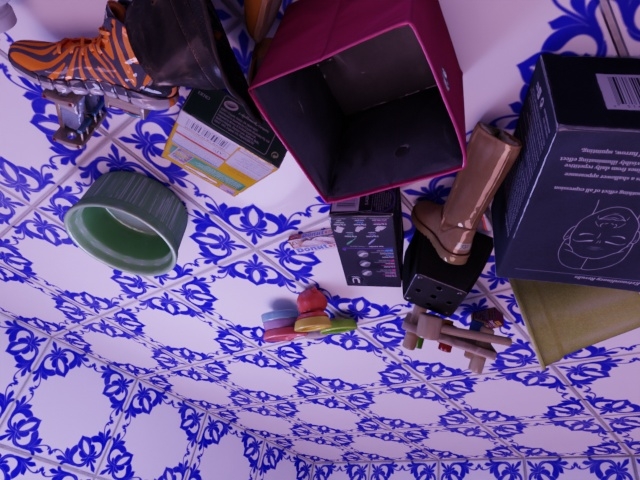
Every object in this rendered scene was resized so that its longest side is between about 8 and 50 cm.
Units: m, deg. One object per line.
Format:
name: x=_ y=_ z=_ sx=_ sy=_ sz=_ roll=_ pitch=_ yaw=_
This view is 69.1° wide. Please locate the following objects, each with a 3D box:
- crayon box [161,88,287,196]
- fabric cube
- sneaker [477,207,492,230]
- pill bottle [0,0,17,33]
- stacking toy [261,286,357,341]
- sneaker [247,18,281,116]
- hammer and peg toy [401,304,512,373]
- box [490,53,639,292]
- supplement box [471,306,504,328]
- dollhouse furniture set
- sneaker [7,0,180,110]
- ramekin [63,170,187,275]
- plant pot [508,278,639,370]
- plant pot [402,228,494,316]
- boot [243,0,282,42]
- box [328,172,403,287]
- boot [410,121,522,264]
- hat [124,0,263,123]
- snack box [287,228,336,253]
crayon box: x=-0.212 y=-0.201 z=0.989 sx=0.203 sy=0.083 sz=0.323 roll=29 pitch=163 yaw=-20
fabric cube: x=0.081 y=-0.258 z=0.757 sx=0.258 sy=0.258 sz=0.254 roll=-11 pitch=135 yaw=28
sneaker: x=0.353 y=-0.071 z=1.078 sx=0.064 sy=0.061 sz=0.158 roll=-6 pitch=138 yaw=32
pill bottle: x=-0.605 y=-0.482 z=0.759 sx=0.146 sy=0.146 sz=0.264 roll=9 pitch=142 yaw=4
stacking toy: x=-0.038 y=0.260 z=1.609 sx=0.279 sy=0.131 sz=0.308 roll=11 pitch=155 yaw=-43
sneaker: x=-0.107 y=-0.267 z=0.910 sx=0.105 sy=0.123 sz=0.290 roll=9 pitch=143 yaw=2
hammer and peg toy: x=0.356 y=0.269 z=1.282 sx=0.265 sy=0.128 sz=0.361 roll=17 pitch=-179 yaw=13
box: x=0.511 y=-0.108 z=0.860 sx=0.293 sy=0.212 sz=0.396 roll=6 pitch=141 yaw=8
supplement box: x=0.517 y=0.246 z=1.442 sx=0.083 sy=0.043 sz=0.055 roll=-26 pitch=127 yaw=38
dollhouse furniture set: x=-0.465 y=-0.270 z=0.999 sx=0.183 sy=0.129 sz=0.129 roll=17 pitch=142 yaw=-6
sneaker: x=-0.426 y=-0.375 z=0.884 sx=0.320 sy=0.125 sz=0.180 roll=8 pitch=139 yaw=-11
ramekin: x=-0.518 y=-0.048 z=1.280 sx=0.303 sy=0.148 sz=0.304 roll=8 pitch=142 yaw=6
plant pot: x=0.626 y=0.154 z=1.148 sx=0.253 sy=0.276 sz=0.276 roll=-21 pitch=132 yaw=20
plant pot: x=0.301 y=0.076 z=1.161 sx=0.187 sy=0.167 sz=0.188 roll=21 pitch=143 yaw=7
boot: x=-0.146 y=-0.469 z=0.687 sx=0.211 sy=0.104 sz=0.295 roll=20 pitch=133 yaw=0
box: x=0.119 y=-0.029 z=1.108 sx=0.143 sy=0.165 sz=0.270 roll=0 pitch=140 yaw=15
boot: x=0.298 y=-0.118 z=0.980 sx=0.089 sy=0.236 sz=0.270 roll=2 pitch=122 yaw=-19
hat: x=-0.213 y=-0.307 z=0.707 sx=0.133 sy=0.331 sz=0.331 roll=-23 pitch=136 yaw=0
snack box: x=0.000 y=0.000 z=1.296 sx=0.178 sy=0.022 sz=0.064 roll=-10 pitch=138 yaw=26
